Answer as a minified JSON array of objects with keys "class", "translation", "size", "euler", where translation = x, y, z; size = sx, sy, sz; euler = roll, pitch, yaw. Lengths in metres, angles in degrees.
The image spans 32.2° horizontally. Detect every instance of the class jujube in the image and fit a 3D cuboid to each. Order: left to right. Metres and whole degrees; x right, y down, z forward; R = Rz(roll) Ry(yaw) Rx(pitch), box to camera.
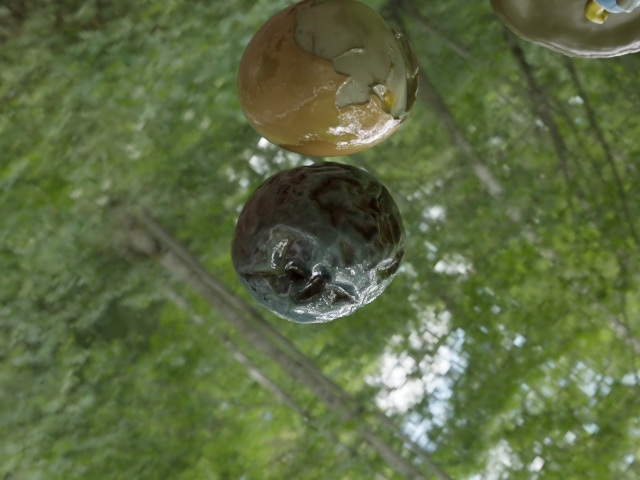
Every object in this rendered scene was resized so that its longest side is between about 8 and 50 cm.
[{"class":"jujube","translation":[0.006,-0.007,1.671],"size":[0.308,0.246,0.215],"euler":[-55,167,-67]}]

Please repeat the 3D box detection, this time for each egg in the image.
[{"class":"egg","translation":[0.000,-0.201,1.392],"size":[0.244,0.201,0.201],"euler":[-12,-138,43]}]

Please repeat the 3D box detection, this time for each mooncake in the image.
[{"class":"mooncake","translation":[0.443,-0.487,1.766],"size":[0.378,0.378,0.200],"euler":[-36,-155,44]}]

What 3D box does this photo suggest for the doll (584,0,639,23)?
[{"class":"doll","translation":[0.446,-0.381,1.505],"size":[0.135,0.098,0.241],"euler":[-36,-172,-35]}]
